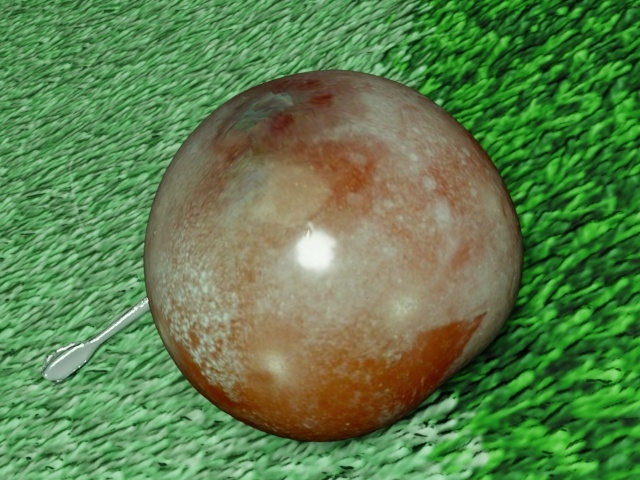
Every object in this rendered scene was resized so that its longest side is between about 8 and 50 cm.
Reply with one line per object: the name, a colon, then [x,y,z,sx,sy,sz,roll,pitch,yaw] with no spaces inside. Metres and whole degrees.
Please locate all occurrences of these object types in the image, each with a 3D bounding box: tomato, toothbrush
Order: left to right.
toothbrush: [-0.120,0.031,1.333,0.288,0.024,0.026,-37,20,-5]
tomato: [0.000,0.000,1.092,0.270,0.227,0.270,-20,33,14]
